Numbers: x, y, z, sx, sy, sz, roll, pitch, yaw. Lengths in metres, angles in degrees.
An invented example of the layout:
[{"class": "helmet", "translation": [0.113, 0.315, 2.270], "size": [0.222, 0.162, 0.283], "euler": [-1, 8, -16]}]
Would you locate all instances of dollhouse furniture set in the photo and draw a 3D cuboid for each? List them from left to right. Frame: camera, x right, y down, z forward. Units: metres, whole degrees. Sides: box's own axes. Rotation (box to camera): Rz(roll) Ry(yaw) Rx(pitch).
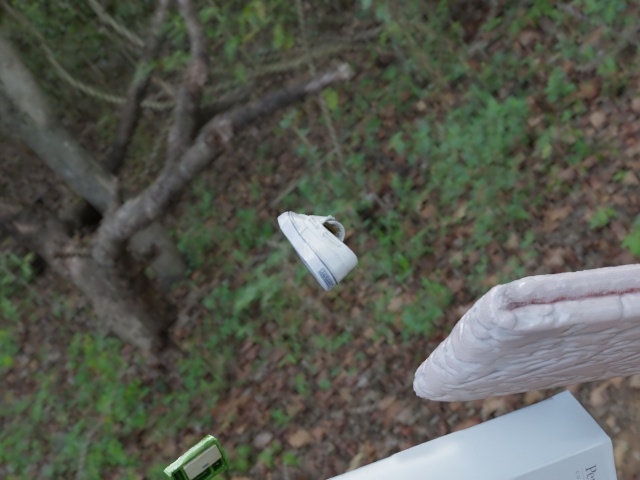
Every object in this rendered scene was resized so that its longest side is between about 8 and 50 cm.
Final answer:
[{"class": "dollhouse furniture set", "translation": [-0.079, 0.234, 1.063], "size": [0.059, 0.076, 0.152], "euler": [-34, 28, -23]}]

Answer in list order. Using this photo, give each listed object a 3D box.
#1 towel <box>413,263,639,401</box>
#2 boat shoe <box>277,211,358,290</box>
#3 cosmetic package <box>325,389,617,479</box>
[{"class": "towel", "translation": [0.263, 0.079, 1.064], "size": [0.317, 0.053, 0.332], "euler": [-8, -18, -8]}, {"class": "boat shoe", "translation": [0.000, 0.000, 0.786], "size": [0.035, 0.035, 0.100], "euler": [-34, 24, -3]}, {"class": "cosmetic package", "translation": [0.150, 0.357, 1.102], "size": [0.285, 0.377, 0.097], "euler": [-20, 27, -9]}]
